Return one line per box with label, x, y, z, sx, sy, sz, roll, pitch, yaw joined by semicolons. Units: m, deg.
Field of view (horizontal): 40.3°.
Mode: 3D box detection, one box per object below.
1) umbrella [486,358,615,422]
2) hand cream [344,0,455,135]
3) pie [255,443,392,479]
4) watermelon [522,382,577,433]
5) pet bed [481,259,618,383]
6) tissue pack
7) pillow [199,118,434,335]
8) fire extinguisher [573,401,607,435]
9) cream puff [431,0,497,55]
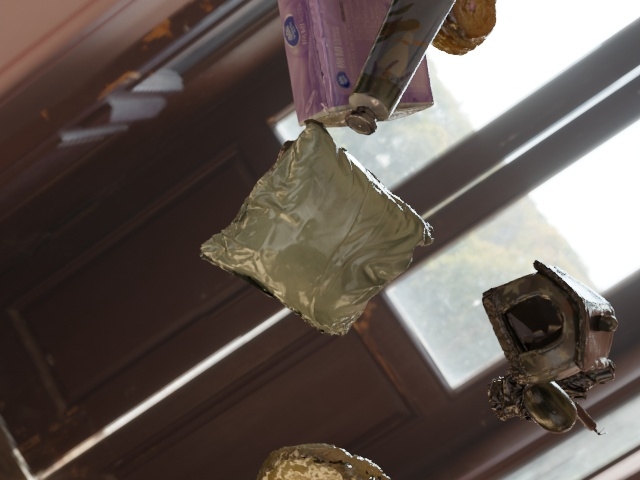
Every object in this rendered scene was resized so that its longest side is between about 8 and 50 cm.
umbrella;0.614;0.402;2.324;0.128;0.336;0.154;-4;88;-72
hand cream;0.105;-0.261;1.173;0.091;0.271;0.058;22;-22;13
pie;0.027;0.351;1.082;0.274;0.274;0.055;54;49;-12
watermelon;0.402;0.290;1.540;0.111;0.078;0.078;46;7;8
pet bed;0.379;0.131;1.391;0.211;0.159;0.183;16;50;-60
tissue pack;0.056;-0.380;1.596;0.160;0.242;0.338;-11;-93;57
pillow;0.000;0.000;1.403;0.310;0.283;0.138;39;12;-25
fire extinguisher;0.638;0.432;2.096;0.100;0.032;0.046;49;-18;5
cream puff;0.248;-0.445;1.685;0.129;0.189;0.189;-4;-50;54
